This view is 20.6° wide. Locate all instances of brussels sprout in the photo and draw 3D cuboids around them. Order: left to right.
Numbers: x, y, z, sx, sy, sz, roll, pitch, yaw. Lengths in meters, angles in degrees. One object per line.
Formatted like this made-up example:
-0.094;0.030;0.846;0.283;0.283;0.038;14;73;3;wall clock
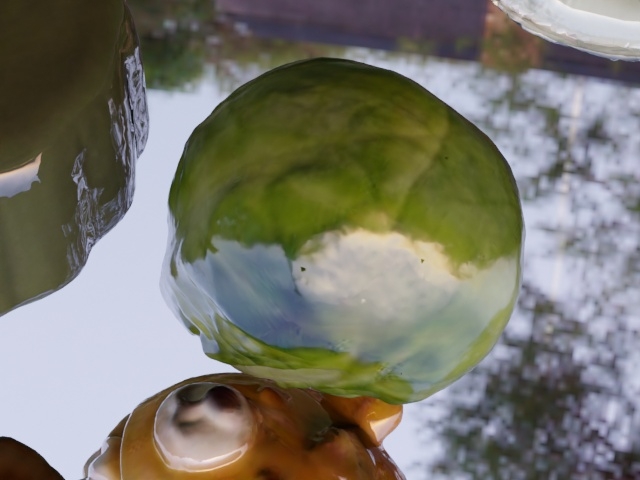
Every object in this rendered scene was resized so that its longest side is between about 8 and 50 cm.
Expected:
0.000;0.000;1.159;0.219;0.210;0.271;30;144;-26;brussels sprout

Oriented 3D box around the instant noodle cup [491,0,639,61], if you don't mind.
0.117;-0.153;0.534;0.193;0.193;0.212;10;-151;16;instant noodle cup

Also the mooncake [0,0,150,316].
-0.288;-0.099;1.250;0.351;0.187;0.351;-2;-129;2;mooncake

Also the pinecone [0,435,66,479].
-0.250;0.142;0.534;0.397;0.398;0.398;6;-168;-1;pinecone

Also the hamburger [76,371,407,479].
-0.045;0.210;1.229;0.276;0.237;0.276;31;-152;-19;hamburger
